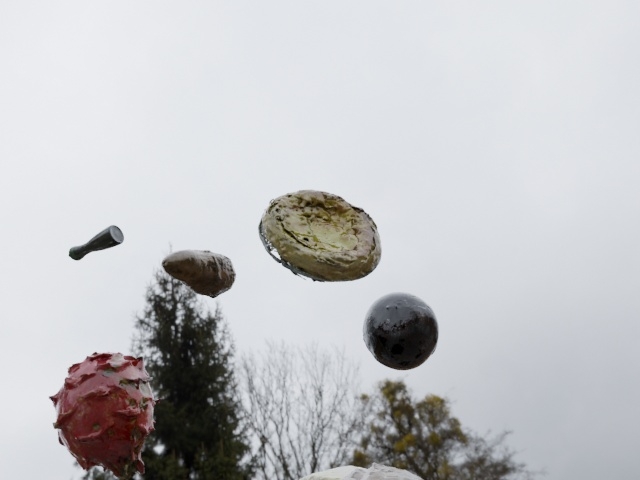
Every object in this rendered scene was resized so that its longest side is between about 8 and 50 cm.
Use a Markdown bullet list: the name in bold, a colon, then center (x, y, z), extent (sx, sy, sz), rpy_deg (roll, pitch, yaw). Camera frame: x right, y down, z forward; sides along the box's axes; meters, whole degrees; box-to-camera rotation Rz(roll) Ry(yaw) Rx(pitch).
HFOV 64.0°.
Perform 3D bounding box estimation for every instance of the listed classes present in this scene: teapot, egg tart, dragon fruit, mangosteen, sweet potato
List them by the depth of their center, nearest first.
- **egg tart**: center (0.000, 0.000, 0.933), extent (0.233, 0.234, 0.094), rpy_deg (1, -48, -21)
- **teapot**: center (-0.449, 0.007, 1.020), extent (0.110, 0.043, 0.043), rpy_deg (-22, -44, 14)
- **sweet potato**: center (-0.225, 0.070, 1.032), extent (0.113, 0.092, 0.341), rpy_deg (4, -8, -1)
- **dragon fruit**: center (-0.440, 0.364, 1.054), extent (0.205, 0.268, 0.210), rpy_deg (-34, -17, 32)
- **mangosteen**: center (0.222, 0.260, 1.388), extent (0.211, 0.211, 0.250), rpy_deg (-24, -43, 2)

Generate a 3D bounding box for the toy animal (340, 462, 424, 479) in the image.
- **toy animal**: center (0.054, 0.322, 0.446), extent (0.188, 0.227, 0.359), rpy_deg (-2, -47, 8)

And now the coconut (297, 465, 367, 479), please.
- **coconut**: center (0.043, 0.533, 0.921), extent (0.239, 0.239, 0.244), rpy_deg (-34, -32, 12)
